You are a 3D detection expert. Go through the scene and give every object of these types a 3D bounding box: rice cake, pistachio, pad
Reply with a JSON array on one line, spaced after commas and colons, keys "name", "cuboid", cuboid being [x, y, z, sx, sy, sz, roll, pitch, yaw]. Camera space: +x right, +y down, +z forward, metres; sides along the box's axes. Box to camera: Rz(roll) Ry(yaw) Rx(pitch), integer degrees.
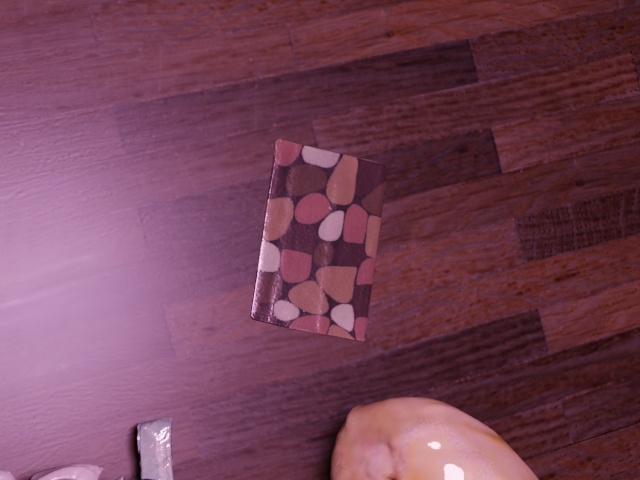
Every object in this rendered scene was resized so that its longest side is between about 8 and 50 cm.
[{"name": "rice cake", "cuboid": [-0.184, 0.331, 1.672, 0.045, 0.042, 0.245, -5, 86, -9]}, {"name": "pistachio", "cuboid": [0.147, 0.314, 1.721, 0.309, 0.230, 0.230, 38, 72, -16]}, {"name": "pad", "cuboid": [0.000, 0.000, 1.806, 0.158, 0.003, 0.235, 12, 80, -20]}]

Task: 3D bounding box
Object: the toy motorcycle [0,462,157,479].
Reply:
[{"name": "toy motorcycle", "cuboid": [-0.323, 0.363, 1.581, 0.223, 0.108, 0.341, 43, 72, -4]}]
